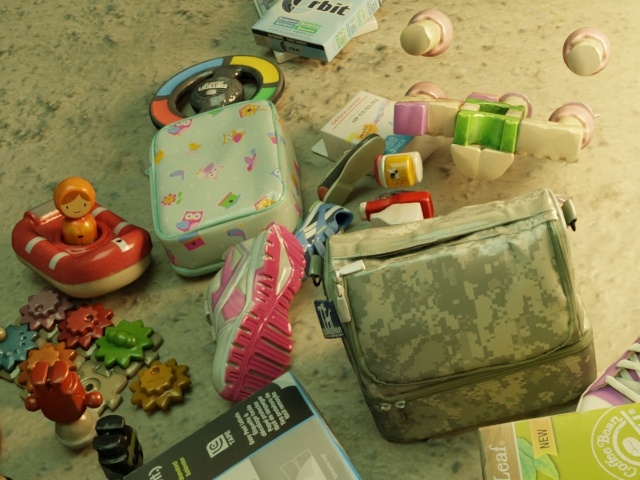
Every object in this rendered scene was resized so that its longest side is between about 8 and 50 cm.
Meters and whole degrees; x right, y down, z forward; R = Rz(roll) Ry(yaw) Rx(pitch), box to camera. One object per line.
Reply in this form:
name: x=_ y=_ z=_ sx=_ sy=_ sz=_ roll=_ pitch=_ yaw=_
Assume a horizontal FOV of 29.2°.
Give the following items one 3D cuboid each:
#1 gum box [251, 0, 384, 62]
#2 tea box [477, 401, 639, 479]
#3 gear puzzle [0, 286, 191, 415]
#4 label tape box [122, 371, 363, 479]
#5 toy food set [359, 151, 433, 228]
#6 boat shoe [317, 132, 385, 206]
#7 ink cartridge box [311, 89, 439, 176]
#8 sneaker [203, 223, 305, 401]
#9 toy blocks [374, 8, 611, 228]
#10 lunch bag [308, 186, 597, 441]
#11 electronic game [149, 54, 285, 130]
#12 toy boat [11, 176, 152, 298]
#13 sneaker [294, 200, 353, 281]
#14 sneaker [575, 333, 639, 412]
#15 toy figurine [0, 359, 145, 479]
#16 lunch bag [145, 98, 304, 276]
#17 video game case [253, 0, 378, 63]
gum box: x=-0.001 y=-0.387 z=2.091 sx=0.157 sy=0.041 sz=0.184 roll=19 pitch=56 yaw=32
tea box: x=0.332 y=0.341 z=1.144 sx=0.323 sy=0.220 sz=0.329 roll=-11 pitch=44 yaw=8
gear puzzle: x=-0.320 y=0.159 z=1.678 sx=0.338 sy=0.044 sz=0.175 roll=19 pitch=54 yaw=33
label tape box: x=-0.112 y=0.336 z=1.349 sx=0.347 sy=0.115 sz=0.249 roll=-31 pitch=39 yaw=-5
toy food set: x=0.086 y=-0.023 z=1.590 sx=0.104 sy=0.232 sz=0.111 roll=-4 pitch=41 yaw=15
boat shoe: x=0.042 y=-0.106 z=1.783 sx=0.137 sy=0.049 sz=0.043 roll=-52 pitch=41 yaw=24
ink cartridge box: x=0.075 y=-0.161 z=1.854 sx=0.181 sy=0.062 sz=0.104 roll=24 pitch=57 yaw=36
sneaker: x=-0.100 y=0.102 z=1.631 sx=0.111 sy=0.103 sz=0.252 roll=-15 pitch=46 yaw=37
toy blocks: x=0.242 y=-0.158 z=1.722 sx=0.288 sy=0.309 sz=0.260 roll=9 pitch=16 yaw=11
lunch bag: x=0.159 y=0.072 z=1.449 sx=0.305 sy=0.256 sz=0.213 roll=-14 pitch=43 yaw=6
electronic game: x=-0.170 y=-0.238 z=2.013 sx=0.229 sy=0.048 sz=0.229 roll=-10 pitch=38 yaw=8
toy boat: x=-0.347 y=-0.021 z=1.778 sx=0.151 sy=0.151 sz=0.231 roll=-31 pitch=42 yaw=-35
sneaker: x=0.000 y=0.000 z=1.725 sx=0.059 sy=0.053 sz=0.144 roll=8 pitch=50 yaw=23
sneaker: x=0.386 y=0.115 z=1.400 sx=0.282 sy=0.161 sz=0.102 roll=-39 pitch=48 yaw=-19
toy figurine: x=-0.324 y=0.279 z=1.492 sx=0.209 sy=0.148 sz=0.213 roll=31 pitch=60 yaw=35
lunch bag: x=-0.146 y=-0.081 z=1.815 sx=0.224 sy=0.108 sz=0.279 roll=-19 pitch=41 yaw=8
video game case: x=-0.012 y=-0.399 z=2.154 sx=0.183 sy=0.023 sz=0.201 roll=-19 pitch=43 yaw=-1
